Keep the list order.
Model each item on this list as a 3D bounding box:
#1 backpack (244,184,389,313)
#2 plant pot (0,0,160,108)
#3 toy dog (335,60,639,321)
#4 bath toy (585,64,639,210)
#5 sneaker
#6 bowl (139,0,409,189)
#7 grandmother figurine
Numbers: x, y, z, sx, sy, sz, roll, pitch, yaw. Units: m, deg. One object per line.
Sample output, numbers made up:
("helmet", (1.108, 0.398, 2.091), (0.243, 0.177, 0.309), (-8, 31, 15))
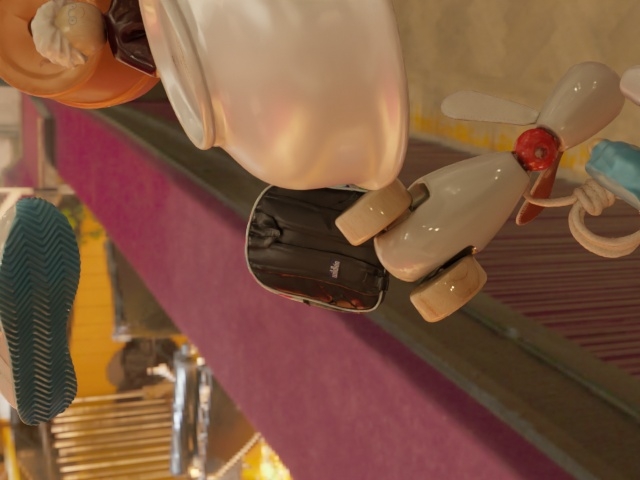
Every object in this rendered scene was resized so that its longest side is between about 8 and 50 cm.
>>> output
("backpack", (0.000, 0.000, 1.641), (0.191, 0.253, 0.225), (-72, -8, -86))
("plant pot", (-0.380, -0.333, 1.424), (0.203, 0.291, 0.291), (-58, -24, -70))
("toy dog", (0.175, -0.055, 1.031), (0.161, 0.334, 0.220), (-148, 39, -82))
("bath toy", (0.330, -0.154, 0.632), (0.348, 0.151, 0.129), (-65, 33, 18))
("sneaker", (-0.285, 0.062, 0.889), (0.092, 0.087, 0.228), (30, 122, 38))
("bowl", (-0.056, -0.160, 0.740), (0.298, 0.134, 0.298), (159, 90, -75))
("grandmother figurine", (-0.201, -0.292, 1.217), (0.104, 0.342, 0.208), (81, 179, -50))
